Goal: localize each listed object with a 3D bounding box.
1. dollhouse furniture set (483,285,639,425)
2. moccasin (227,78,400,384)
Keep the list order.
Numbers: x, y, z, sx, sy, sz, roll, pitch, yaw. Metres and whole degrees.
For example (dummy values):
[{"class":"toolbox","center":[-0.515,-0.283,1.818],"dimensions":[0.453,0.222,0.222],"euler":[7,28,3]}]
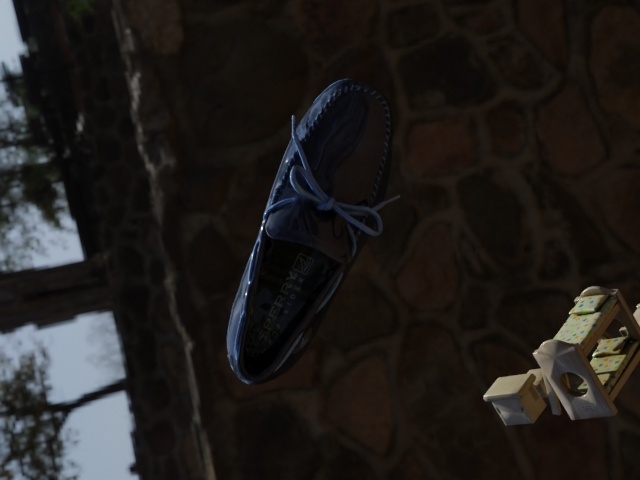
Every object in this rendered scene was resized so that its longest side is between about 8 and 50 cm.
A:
[{"class":"dollhouse furniture set","center":[0.285,0.111,1.228],"dimensions":[0.161,0.182,0.101],"euler":[-18,108,48]},{"class":"moccasin","center":[0.000,0.000,1.123],"dimensions":[0.117,0.137,0.342],"euler":[-98,25,-82]}]
